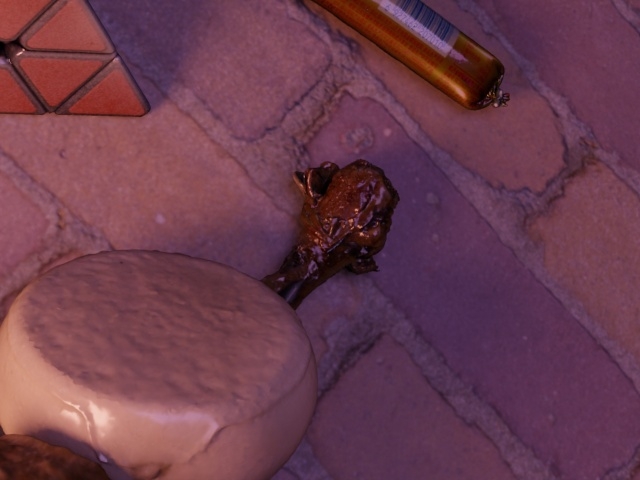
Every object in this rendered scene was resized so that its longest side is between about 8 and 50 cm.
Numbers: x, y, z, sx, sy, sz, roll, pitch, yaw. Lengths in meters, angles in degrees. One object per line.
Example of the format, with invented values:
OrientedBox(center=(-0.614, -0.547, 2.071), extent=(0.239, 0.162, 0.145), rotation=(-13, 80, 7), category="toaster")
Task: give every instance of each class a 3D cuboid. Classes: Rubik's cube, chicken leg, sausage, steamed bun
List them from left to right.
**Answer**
OrientedBox(center=(-0.310, -0.230, 1.057), extent=(0.229, 0.233, 0.228), rotation=(16, 112, 20), category="Rubik's cube")
OrientedBox(center=(-0.148, 0.138, 0.982), extent=(0.283, 0.177, 0.283), rotation=(10, 30, -6), category="steamed bun")
OrientedBox(center=(0.007, 0.003, 1.164), extent=(0.125, 0.080, 0.196), rotation=(24, 76, -3), category="chicken leg")
OrientedBox(center=(0.069, -0.262, 1.249), extent=(0.372, 0.082, 0.082), rotation=(33, 67, -11), category="sausage")

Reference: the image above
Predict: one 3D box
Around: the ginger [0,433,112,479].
OrientedBox(center=(-0.202, 0.275, 0.804), extent=(0.276, 0.130, 0.221), rotation=(26, 49, -17), category="ginger")
